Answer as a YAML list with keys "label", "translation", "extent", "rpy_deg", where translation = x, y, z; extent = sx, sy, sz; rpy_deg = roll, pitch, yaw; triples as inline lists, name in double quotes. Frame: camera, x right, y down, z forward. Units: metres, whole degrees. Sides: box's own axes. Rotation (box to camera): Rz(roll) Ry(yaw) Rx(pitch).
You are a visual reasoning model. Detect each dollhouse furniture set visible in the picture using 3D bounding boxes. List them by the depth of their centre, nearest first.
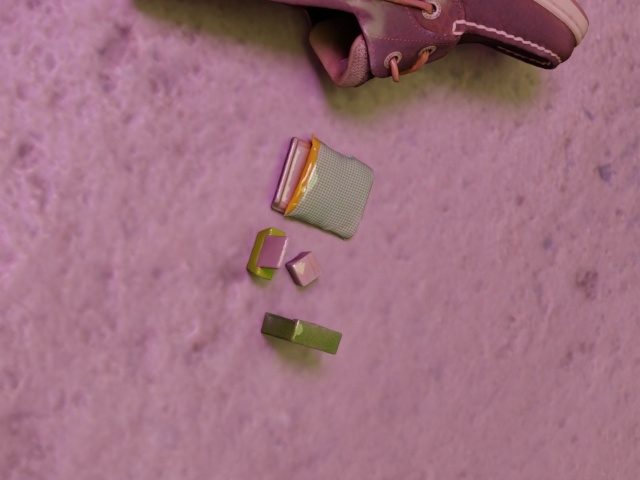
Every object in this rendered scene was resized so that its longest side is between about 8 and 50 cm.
- label: "dollhouse furniture set"
  translation: [0.000, 0.000, 0.686]
  extent: [0.076, 0.058, 0.152]
  rpy_deg: [21, 81, -27]

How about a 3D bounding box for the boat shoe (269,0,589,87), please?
- label: "boat shoe"
  translation: [0.033, -0.167, 0.677]
  extent: [0.342, 0.123, 0.123]
  rpy_deg: [14, 98, -28]
